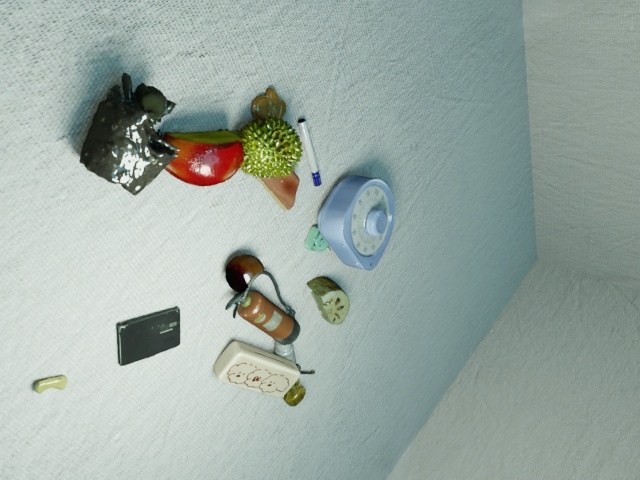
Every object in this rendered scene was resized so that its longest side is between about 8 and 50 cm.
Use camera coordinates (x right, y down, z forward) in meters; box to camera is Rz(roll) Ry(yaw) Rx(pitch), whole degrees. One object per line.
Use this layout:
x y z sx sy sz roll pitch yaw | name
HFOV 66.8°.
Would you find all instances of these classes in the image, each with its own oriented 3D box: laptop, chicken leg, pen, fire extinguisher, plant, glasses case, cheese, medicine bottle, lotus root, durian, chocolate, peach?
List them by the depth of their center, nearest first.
-0.476 -0.269 1.247 0.188 0.199 0.276 27 91 -51 | plant
-0.755 0.405 1.360 0.083 0.030 0.044 -3 103 -52 | cheese
-0.346 -0.236 1.419 0.267 0.154 0.159 -13 118 -44 | peach
-0.541 0.306 1.547 0.207 0.026 0.154 -13 115 -43 | laptop
-0.166 -0.301 1.577 0.237 0.176 0.200 -4 90 -34 | durian
-0.260 0.108 1.693 0.133 0.124 0.127 -54 145 -64 | chocolate
-0.039 -0.322 1.799 0.033 0.033 0.269 -39 131 -29 | pen
-0.209 0.248 1.828 0.376 0.113 0.200 45 44 -48 | fire extinguisher
-0.236 0.497 1.856 0.336 0.076 0.144 31 101 -39 | glasses case
-0.147 0.457 1.989 0.080 0.080 0.130 -31 126 -34 | medicine bottle
0.040 0.251 2.067 0.138 0.119 0.235 -44 133 -17 | lotus root
-0.118 0.638 2.073 0.103 0.088 0.228 -27 141 -16 | chicken leg

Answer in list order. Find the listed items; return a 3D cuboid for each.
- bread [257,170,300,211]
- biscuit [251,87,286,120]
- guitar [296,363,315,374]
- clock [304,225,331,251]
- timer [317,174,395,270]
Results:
-0.137 -0.199 1.721 0.119 0.067 0.192 -47 134 -11 | bread
-0.168 -0.446 1.614 0.140 0.023 0.118 -11 115 -43 | biscuit
-0.098 0.577 2.135 0.233 0.025 0.088 20 92 -50 | guitar
0.000 0.000 1.972 0.135 0.041 0.101 17 94 -49 | clock
0.183 -0.096 1.998 0.395 0.173 0.395 -19 115 -48 | timer
